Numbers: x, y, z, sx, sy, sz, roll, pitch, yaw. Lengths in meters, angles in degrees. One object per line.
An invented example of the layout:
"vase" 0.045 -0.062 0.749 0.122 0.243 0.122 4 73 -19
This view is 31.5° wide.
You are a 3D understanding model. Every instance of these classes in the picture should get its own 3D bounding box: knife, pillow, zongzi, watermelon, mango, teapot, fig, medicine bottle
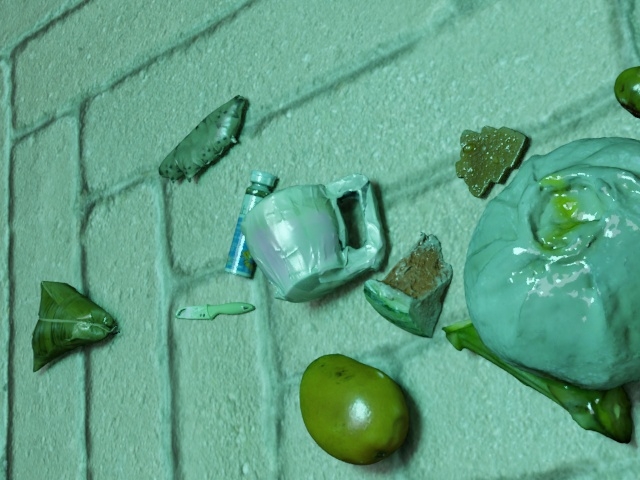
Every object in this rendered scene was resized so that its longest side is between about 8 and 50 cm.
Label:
"knife" -0.195 0.130 2.074 0.207 0.014 0.030 -6 73 41
"pillow" -0.220 -0.178 2.159 0.241 0.051 0.093 -38 55 24
"zongzi" -0.503 0.206 2.269 0.205 0.094 0.204 26 99 42
"watermelon" 0.150 0.083 1.768 0.098 0.121 0.158 25 50 28
"mango" 0.044 0.261 1.758 0.221 0.120 0.151 17 86 49
"teapot" -0.004 0.007 1.877 0.163 0.221 0.178 113 138 -61
"fig" 0.459 -0.213 1.565 0.098 0.082 0.084 -45 15 3
"medicine bottle" -0.125 -0.029 2.033 0.051 0.051 0.191 11 86 42

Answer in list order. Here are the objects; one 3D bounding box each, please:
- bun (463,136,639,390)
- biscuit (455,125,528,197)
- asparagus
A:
"bun" 0.346 0.021 1.469 0.362 0.211 0.362 -13 62 27
"biscuit" 0.264 -0.129 1.742 0.130 0.019 0.119 -23 63 35
"asparagus" 0.298 0.172 1.591 0.343 0.082 0.085 34 136 42
